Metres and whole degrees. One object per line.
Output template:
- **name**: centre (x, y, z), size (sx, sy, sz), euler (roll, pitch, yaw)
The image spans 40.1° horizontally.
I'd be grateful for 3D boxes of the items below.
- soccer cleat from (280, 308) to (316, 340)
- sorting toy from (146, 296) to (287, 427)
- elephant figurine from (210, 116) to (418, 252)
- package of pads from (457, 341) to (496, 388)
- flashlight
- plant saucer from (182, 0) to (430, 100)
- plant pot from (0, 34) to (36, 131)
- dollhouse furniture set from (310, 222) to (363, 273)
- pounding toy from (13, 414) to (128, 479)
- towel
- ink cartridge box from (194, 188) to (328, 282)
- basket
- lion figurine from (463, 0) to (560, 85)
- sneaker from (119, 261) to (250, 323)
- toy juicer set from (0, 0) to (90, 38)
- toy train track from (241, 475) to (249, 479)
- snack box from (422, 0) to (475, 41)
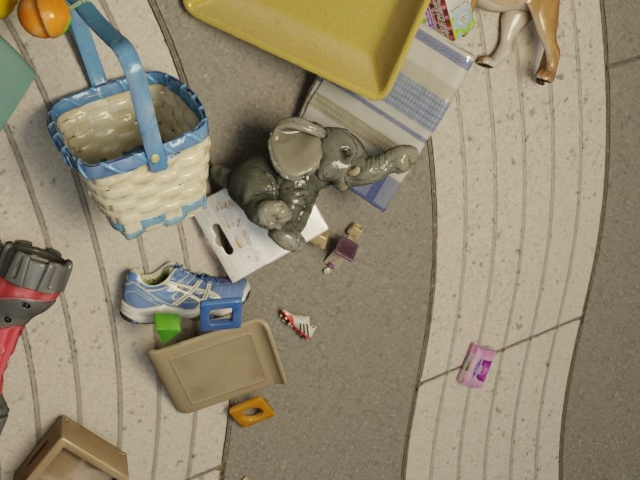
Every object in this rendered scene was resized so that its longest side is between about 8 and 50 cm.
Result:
- **soccer cleat**: centre (-0.038, 0.139, 1.516), size (0.036, 0.029, 0.083), euler (-51, 123, -13)
- **sorting toy**: centre (-0.164, 0.197, 1.421), size (0.195, 0.047, 0.348), euler (-15, 137, -2)
- **elephant figurine**: centre (-0.011, -0.113, 1.315), size (0.186, 0.169, 0.239), euler (39, 96, -26)
- **package of pads**: centre (0.305, 0.243, 1.709), size (0.050, 0.032, 0.083), euler (17, 98, -27)
- **flashlight**: centre (-0.456, 0.155, 1.276), size (0.103, 0.103, 0.304), euler (18, 96, -24)
- **plant saucer**: centre (0.011, -0.414, 1.232), size (0.332, 0.081, 0.333), euler (26, 120, 2)
- **plant pot**: centre (-0.495, -0.239, 1.106), size (0.234, 0.165, 0.166), euler (31, 91, -38)
- **dollhouse furniture set**: centre (0.000, 0.000, 1.501), size (0.114, 0.091, 0.081), euler (30, 134, -8)
- **pounding toy**: centre (-0.437, 0.364, 1.362), size (0.206, 0.094, 0.181), euler (39, 92, -20)
- **towel**: centre (0.084, -0.214, 1.352), size (0.209, 0.034, 0.285), euler (34, 112, 12)
- **ink cartridge box**: centre (-0.097, -0.037, 1.409), size (0.179, 0.045, 0.145), euler (-29, 100, -2)
- **basket**: centre (-0.266, -0.173, 1.187), size (0.201, 0.255, 0.289), euler (-26, 134, -14)
- **lion figurine**: centre (0.294, -0.425, 1.455), size (0.392, 0.142, 0.240), euler (18, 90, -43)
- **sneaker**: centre (-0.209, 0.078, 1.383), size (0.211, 0.080, 0.081), euler (-6, 112, -25)
- **toy juicer set**: centre (-0.411, -0.388, 1.088), size (0.329, 0.209, 0.089), euler (38, 44, 2)
- **toy train track**: centre (-0.161, 0.451, 1.563), size (0.083, 0.014, 0.048), euler (-44, 112, -14)
- **snack box**: centre (0.125, -0.403, 1.336), size (0.070, 0.174, 0.207), euler (-39, 121, -38)
